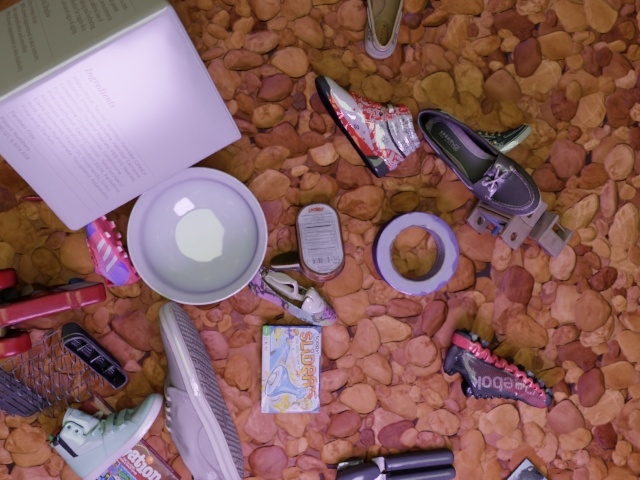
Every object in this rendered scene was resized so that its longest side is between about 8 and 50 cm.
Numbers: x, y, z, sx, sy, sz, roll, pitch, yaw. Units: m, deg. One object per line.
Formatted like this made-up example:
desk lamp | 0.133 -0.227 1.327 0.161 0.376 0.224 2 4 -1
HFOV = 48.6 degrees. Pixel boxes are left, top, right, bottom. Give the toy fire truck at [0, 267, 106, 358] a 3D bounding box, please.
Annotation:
toy fire truck | -0.601 0.133 1.486 0.254 0.302 0.169 -12 93 -30

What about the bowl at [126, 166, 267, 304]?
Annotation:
bowl | -0.264 -0.012 1.568 0.298 0.134 0.298 0 92 -3

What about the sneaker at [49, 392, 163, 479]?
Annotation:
sneaker | -0.473 0.398 1.552 0.256 0.094 0.151 -44 102 0

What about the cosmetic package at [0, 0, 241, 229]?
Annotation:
cosmetic package | -0.431 -0.302 1.394 0.393 0.329 0.327 -30 137 -2

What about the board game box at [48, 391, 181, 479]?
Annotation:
board game box | -0.469 0.497 1.621 0.145 0.027 0.281 -44 93 -3

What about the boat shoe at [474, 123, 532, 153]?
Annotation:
boat shoe | 0.395 -0.232 1.636 0.183 0.065 0.083 -35 92 -1

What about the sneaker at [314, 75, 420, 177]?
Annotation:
sneaker | 0.113 -0.288 1.608 0.145 0.090 0.270 -36 97 -3

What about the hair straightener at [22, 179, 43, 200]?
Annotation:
hair straightener | -0.548 -0.134 1.591 0.230 0.047 0.089 -1 92 -4

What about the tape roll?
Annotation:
tape roll | 0.216 0.029 1.625 0.189 0.080 0.189 0 92 -3

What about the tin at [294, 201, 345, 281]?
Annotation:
tin | 0.000 0.000 1.595 0.106 0.040 0.190 -4 65 -8

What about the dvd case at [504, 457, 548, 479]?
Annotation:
dvd case | 0.476 0.588 1.673 0.119 0.013 0.087 -43 85 -8

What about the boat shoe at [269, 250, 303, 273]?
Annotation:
boat shoe | -0.038 0.054 1.623 0.152 0.056 0.049 -7 124 2

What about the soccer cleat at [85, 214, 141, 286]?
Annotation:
soccer cleat | -0.457 0.030 1.513 0.095 0.248 0.083 -21 61 -3

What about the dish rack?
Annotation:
dish rack | -0.585 0.300 1.535 0.271 0.074 0.208 -31 136 -2

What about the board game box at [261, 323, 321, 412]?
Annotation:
board game box | -0.067 0.295 1.636 0.136 0.035 0.201 0 91 -3

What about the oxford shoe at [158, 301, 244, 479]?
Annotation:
oxford shoe | -0.284 0.348 1.536 0.130 0.169 0.449 -13 109 4

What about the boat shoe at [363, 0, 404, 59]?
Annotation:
boat shoe | 0.151 -0.559 1.602 0.104 0.089 0.285 1 91 -3

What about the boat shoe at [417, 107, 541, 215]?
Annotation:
boat shoe | 0.333 -0.173 1.550 0.335 0.095 0.112 47 110 26

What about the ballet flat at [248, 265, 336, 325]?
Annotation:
ballet flat | -0.058 0.123 1.606 0.221 0.079 0.077 27 47 -1

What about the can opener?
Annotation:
can opener | 0.174 0.537 1.626 0.283 0.095 0.076 -6 92 -3

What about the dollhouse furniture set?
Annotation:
dollhouse furniture set | 0.458 -0.031 1.635 0.183 0.129 0.129 36 90 -33

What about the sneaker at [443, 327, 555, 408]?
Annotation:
sneaker | 0.401 0.322 1.634 0.276 0.097 0.135 32 89 -2
